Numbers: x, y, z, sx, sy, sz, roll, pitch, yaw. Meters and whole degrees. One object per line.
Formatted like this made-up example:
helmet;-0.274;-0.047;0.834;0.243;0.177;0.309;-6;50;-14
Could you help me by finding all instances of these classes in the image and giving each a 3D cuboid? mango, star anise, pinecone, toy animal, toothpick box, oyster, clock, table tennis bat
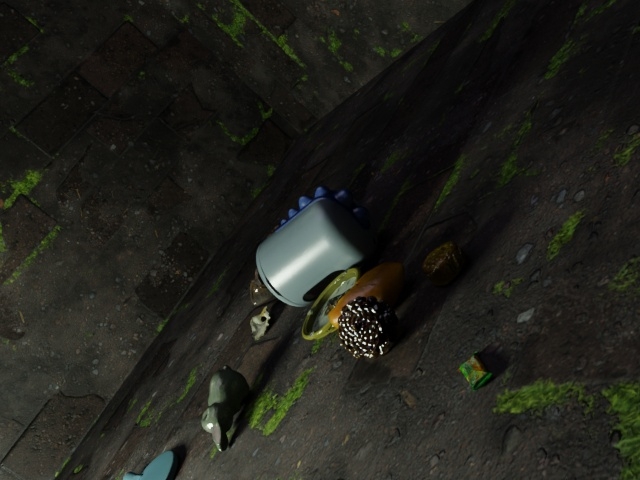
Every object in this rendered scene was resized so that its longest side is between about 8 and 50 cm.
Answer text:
mango;0.119;0.136;1.577;0.217;0.102;0.141;-46;-4;6
star anise;-0.170;0.080;2.342;0.315;0.108;0.315;-165;90;-85
pinecone;0.107;0.186;1.446;0.140;0.140;0.120;-39;-14;31
toy animal;-0.277;0.460;1.842;0.108;0.138;0.236;-4;31;20
toothpick box;0.000;0.000;1.920;0.354;0.263;0.263;-37;19;32
oyster;-0.198;0.272;2.214;0.122;0.045;0.146;-52;23;-24
clock;0.042;0.175;1.769;0.237;0.057;0.237;-46;14;15
table tennis bat;-0.526;0.731;2.032;0.329;0.044;0.215;-23;31;53

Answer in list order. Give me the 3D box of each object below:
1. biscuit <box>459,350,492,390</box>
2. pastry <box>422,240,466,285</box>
biscuit;0.260;0.220;1.132;0.046;0.016;0.089;-46;16;9
pastry;0.266;0.048;1.450;0.097;0.057;0.109;-54;17;-25
